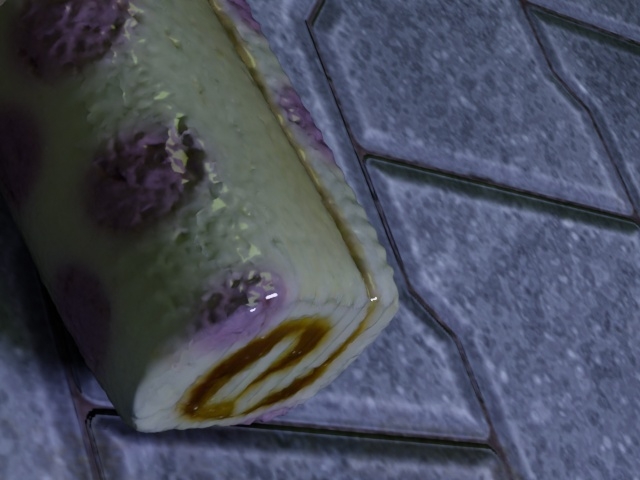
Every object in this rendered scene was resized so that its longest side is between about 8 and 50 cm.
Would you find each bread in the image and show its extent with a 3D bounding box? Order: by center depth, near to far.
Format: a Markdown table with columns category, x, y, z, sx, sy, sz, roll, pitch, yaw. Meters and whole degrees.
| category | x | y | z | sx | sy | sz | roll | pitch | yaw |
| --- | --- | --- | --- | --- | --- | --- | --- | --- | --- |
| bread | -0.104 | -0.059 | 1.038 | 0.187 | 0.155 | 0.338 | 4 | 51 | -57 |

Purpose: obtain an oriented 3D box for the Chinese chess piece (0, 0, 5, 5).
| category | x | y | z | sx | sy | sz | roll | pitch | yaw |
| --- | --- | --- | --- | --- | --- | --- | --- | --- | --- |
| Chinese chess piece | -0.252 | -0.131 | 0.843 | 0.104 | 0.257 | 0.257 | 57 | 34 | 2 |
